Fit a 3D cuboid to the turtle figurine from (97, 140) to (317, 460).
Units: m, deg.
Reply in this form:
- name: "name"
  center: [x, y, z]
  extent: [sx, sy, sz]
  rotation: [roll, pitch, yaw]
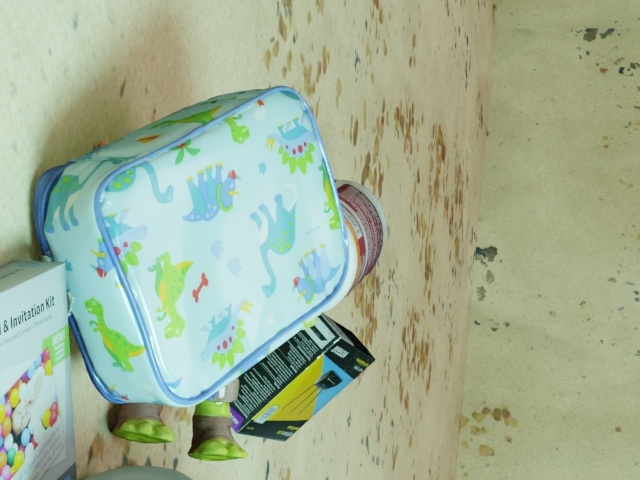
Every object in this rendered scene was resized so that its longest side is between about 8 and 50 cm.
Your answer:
- name: "turtle figurine"
  center: [-0.101, 0.050, 0.912]
  extent: [0.269, 0.087, 0.217]
  rotation: [32, 62, -49]

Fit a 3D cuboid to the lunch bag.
- name: "lunch bag"
  center: [-0.079, 0.004, 0.801]
  extent: [0.219, 0.090, 0.176]
  rotation: [-35, 114, -44]

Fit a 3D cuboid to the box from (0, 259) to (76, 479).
- name: "box"
  center: [-0.186, 0.116, 0.669]
  extent: [0.145, 0.038, 0.186]
  rotation: [-38, 128, -73]

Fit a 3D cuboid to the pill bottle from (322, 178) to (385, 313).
- name: "pill bottle"
  center: [0.000, 0.000, 1.237]
  extent: [0.221, 0.121, 0.121]
  rotation: [-35, 126, -73]

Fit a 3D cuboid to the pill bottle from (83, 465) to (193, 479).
- name: "pill bottle"
  center: [-0.125, 0.251, 0.820]
  extent: [0.094, 0.094, 0.169]
  rotation: [-46, 137, -70]

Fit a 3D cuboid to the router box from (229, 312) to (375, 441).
- name: "router box"
  center: [-0.022, 0.136, 1.169]
  extent: [0.133, 0.046, 0.179]
  rotation: [-42, 162, 2]
